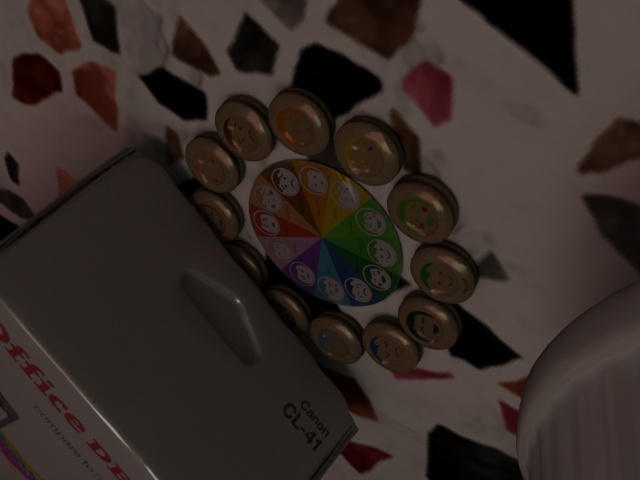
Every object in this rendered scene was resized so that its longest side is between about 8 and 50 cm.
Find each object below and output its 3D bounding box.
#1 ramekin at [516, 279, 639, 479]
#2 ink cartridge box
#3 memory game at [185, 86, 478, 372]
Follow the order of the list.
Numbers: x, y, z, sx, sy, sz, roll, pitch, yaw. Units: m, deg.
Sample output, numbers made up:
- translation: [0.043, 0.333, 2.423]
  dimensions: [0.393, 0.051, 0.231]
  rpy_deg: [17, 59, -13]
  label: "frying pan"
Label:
- translation: [0.199, 0.125, 0.323]
  dimensions: [0.273, 0.127, 0.273]
  rpy_deg: [11, 142, 9]
  label: "ramekin"
- translation: [-0.159, 0.102, 0.637]
  dimensions: [0.226, 0.131, 0.306]
  rpy_deg: [51, 143, -9]
  label: "ink cartridge box"
- translation: [0.000, 0.000, 0.520]
  dimensions: [0.186, 0.012, 0.186]
  rpy_deg: [22, 136, 22]
  label: "memory game"
